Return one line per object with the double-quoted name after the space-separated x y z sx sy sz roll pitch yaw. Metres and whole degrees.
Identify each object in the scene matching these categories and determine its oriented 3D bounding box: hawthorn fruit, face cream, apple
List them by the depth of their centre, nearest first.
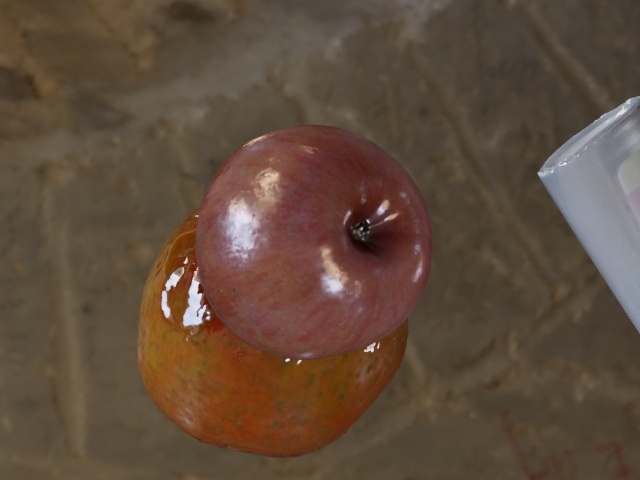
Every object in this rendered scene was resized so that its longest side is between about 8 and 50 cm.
0.244 0.042 1.086 0.269 0.107 0.073 55 154 -6 "face cream"
0.000 0.000 1.102 0.153 0.153 0.120 10 167 -30 "apple"
-0.049 0.065 1.703 0.277 0.277 0.298 27 158 17 "hawthorn fruit"
